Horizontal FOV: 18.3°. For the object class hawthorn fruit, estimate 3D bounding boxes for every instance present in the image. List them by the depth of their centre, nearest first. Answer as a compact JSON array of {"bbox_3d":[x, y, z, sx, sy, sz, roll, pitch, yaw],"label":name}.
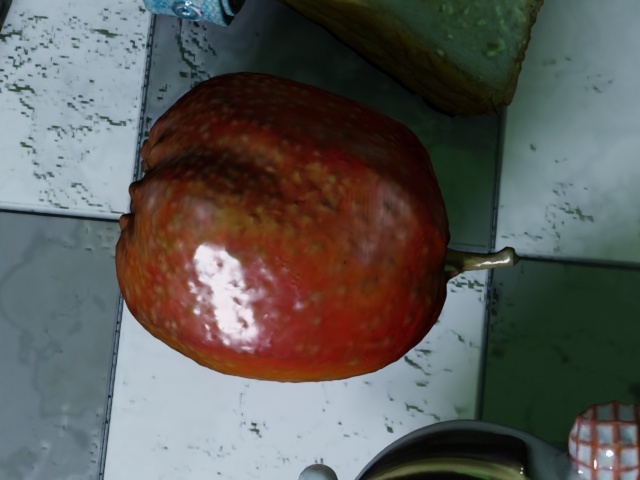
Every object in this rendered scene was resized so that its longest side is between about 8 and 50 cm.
[{"bbox_3d":[0.000,0.000,1.269,0.253,0.205,0.205,15,79,-2],"label":"hawthorn fruit"}]

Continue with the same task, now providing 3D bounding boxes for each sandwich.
[{"bbox_3d":[0.064,-0.257,1.330,0.249,0.095,0.273,28,79,-19],"label":"sandwich"}]

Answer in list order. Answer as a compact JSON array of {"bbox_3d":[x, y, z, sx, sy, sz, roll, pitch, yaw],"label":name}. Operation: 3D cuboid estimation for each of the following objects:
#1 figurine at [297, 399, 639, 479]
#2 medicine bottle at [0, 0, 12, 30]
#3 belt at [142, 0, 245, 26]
[{"bbox_3d":[0.162,0.222,1.248,0.370,0.167,0.281,16,109,-6],"label":"figurine"},{"bbox_3d":[-0.302,-0.113,1.344,0.132,0.088,0.188,19,80,4],"label":"medicine bottle"},{"bbox_3d":[-0.059,-0.296,1.384,0.072,0.087,0.302,11,78,16],"label":"belt"}]
